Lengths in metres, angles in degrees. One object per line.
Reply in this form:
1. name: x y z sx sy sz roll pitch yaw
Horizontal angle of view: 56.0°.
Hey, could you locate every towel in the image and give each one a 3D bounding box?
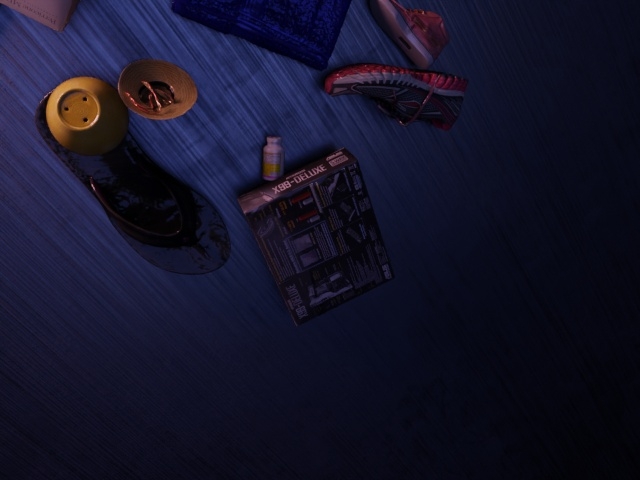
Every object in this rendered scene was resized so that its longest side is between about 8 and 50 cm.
1. towel: -0.085 -0.458 1.069 0.308 0.076 0.228 16 104 -22

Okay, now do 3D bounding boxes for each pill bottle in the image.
1. pill bottle: -0.092 -0.162 1.192 0.043 0.043 0.084 -1 109 -16

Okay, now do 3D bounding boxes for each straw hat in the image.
1. straw hat: -0.296 -0.252 1.081 0.144 0.145 0.061 6 147 -19

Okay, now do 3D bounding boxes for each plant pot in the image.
1. plant pot: -0.391 -0.210 0.994 0.134 0.095 0.135 -1 95 -11

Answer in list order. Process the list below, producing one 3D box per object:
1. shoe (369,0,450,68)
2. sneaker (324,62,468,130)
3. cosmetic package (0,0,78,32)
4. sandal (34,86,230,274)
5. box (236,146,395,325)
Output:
1. shoe: 0.176 -0.426 1.173 0.178 0.063 0.081 43 78 -20
2. sneaker: 0.152 -0.282 1.182 0.298 0.121 0.112 3 110 -18
3. cosmetic package: -0.439 -0.469 0.868 0.223 0.138 0.224 23 140 -23
4. sandal: -0.340 -0.084 1.109 0.167 0.107 0.446 -42 114 0
5. box: 0.000 0.000 1.237 0.242 0.076 0.308 -26 123 -6
